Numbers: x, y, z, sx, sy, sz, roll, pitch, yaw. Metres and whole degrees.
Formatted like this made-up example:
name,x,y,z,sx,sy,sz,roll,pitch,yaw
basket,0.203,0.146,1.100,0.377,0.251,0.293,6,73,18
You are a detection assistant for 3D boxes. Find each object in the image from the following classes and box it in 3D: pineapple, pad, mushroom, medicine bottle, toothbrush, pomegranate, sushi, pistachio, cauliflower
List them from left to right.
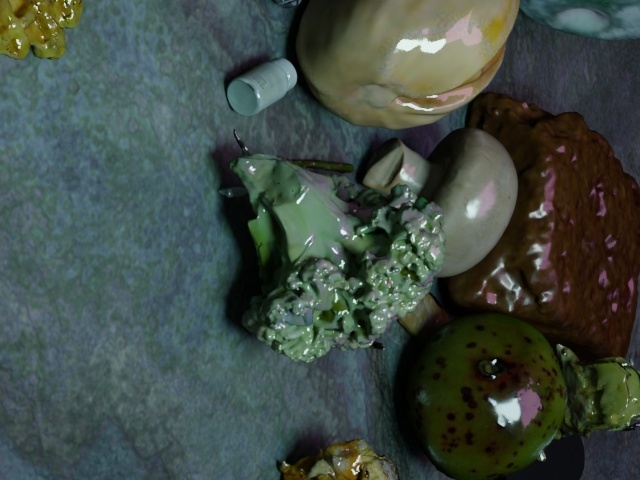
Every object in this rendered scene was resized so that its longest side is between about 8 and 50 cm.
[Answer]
name,x,y,z,sx,sy,sz,roll,pitch,yaw
medicine bottle,-0.066,-0.175,1.514,0.083,0.047,0.047,-40,123,-48
toothbrush,-0.049,-0.064,1.566,0.204,0.022,0.017,-11,111,-55
cauliflower,0.000,0.000,1.495,0.256,0.239,0.315,-43,124,-7
pineapple,0.051,0.334,1.632,0.236,0.115,0.186,62,22,-21
pistachio,0.111,-0.256,1.616,0.309,0.230,0.230,-42,126,-27
mushroom,0.148,-0.061,1.735,0.204,0.204,0.204,-4,95,-55
pomegranate,0.234,0.241,1.821,0.231,0.231,0.286,-58,138,-35
pad,0.312,0.241,2.099,0.315,0.063,0.375,-38,112,-48
sushi,0.392,0.218,1.952,0.291,0.131,0.139,110,-28,-79

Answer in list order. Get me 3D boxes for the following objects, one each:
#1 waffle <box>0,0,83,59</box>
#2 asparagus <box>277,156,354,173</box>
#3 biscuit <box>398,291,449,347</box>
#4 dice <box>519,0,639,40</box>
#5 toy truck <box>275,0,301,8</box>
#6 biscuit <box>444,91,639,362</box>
name,x,y,z,sx,sy,sz,roll,pitch,yaw
waffle,-0.290,-0.295,1.185,0.291,0.051,0.291,-7,99,-55
asparagus,-0.006,-0.091,1.630,0.163,0.016,0.016,-1,106,-55
biscuit,0.144,0.107,1.853,0.147,0.018,0.071,47,57,-47
dice,0.439,-0.509,1.945,0.348,0.328,0.330,35,58,-56
toy truck,0.007,-0.369,1.565,0.216,0.110,0.116,-49,117,-41
biscuit,0.355,-0.003,2.005,0.395,0.166,0.342,29,68,-50
